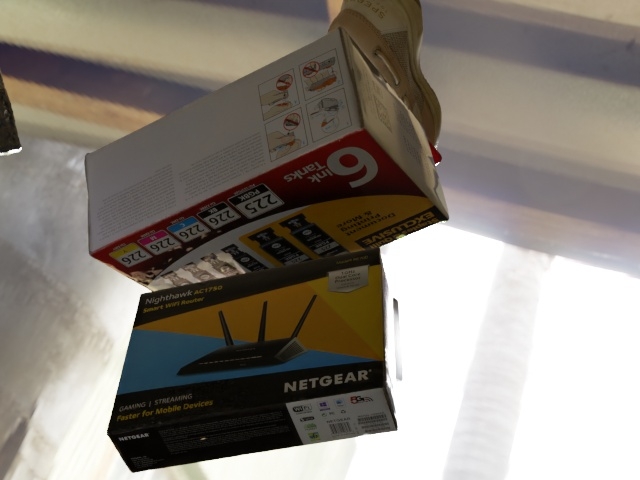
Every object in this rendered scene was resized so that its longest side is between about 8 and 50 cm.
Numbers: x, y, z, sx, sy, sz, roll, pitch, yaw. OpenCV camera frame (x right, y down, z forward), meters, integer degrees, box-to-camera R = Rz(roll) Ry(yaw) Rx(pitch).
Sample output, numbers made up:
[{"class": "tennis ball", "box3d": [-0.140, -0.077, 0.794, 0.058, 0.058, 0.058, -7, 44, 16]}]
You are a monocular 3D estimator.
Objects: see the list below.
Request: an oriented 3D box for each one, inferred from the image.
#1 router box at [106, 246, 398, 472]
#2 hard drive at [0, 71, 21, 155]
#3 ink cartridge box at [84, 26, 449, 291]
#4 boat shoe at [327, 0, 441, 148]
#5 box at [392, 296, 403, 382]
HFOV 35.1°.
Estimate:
[{"class": "router box", "box3d": [-0.041, 0.077, 0.670, 0.179, 0.133, 0.046, -11, -53, 10]}, {"class": "hard drive", "box3d": [-0.459, -0.225, 1.012, 0.237, 0.064, 0.339, -11, -83, 13]}, {"class": "ink cartridge box", "box3d": [-0.039, -0.041, 1.064, 0.309, 0.130, 0.272, -23, -33, 20]}, {"class": "boat shoe", "box3d": [0.065, -0.176, 1.237, 0.122, 0.110, 0.341, 24, -24, 26]}, {"class": "box", "box3d": [-0.010, 0.098, 1.009, 0.158, 0.093, 0.156, -6, -12, 15]}]
